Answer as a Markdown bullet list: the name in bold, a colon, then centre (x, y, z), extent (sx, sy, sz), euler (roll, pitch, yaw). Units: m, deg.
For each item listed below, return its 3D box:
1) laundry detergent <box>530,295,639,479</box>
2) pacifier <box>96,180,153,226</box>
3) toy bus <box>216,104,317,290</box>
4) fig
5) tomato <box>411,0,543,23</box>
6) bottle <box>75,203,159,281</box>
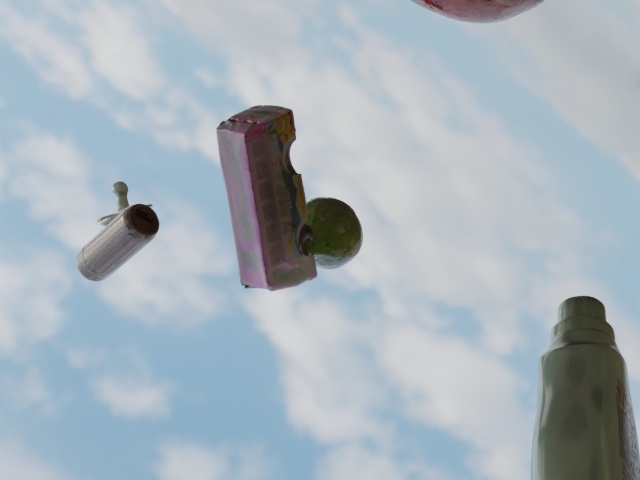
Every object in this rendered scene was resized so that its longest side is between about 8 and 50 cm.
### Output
- **laundry detergent**: centre (0.339, 0.255, 1.649), extent (0.264, 0.124, 0.398), euler (58, -151, -43)
- **pacifier**: centre (-0.272, -0.049, 1.778), extent (0.068, 0.083, 0.064), euler (-7, -99, -63)
- **toy bus**: centre (-0.080, -0.058, 1.940), extent (0.090, 0.274, 0.112), euler (10, -153, 41)
- **fig**: centre (0.000, 0.000, 2.084), extent (0.123, 0.123, 0.156), euler (36, -145, 1)
- **tomato**: centre (0.208, -0.405, 1.619), extent (0.338, 0.338, 0.144), euler (25, -150, -22)
- **bottle**: centre (-0.262, 0.004, 1.678), extent (0.053, 0.140, 0.053), euler (23, -130, -31)
